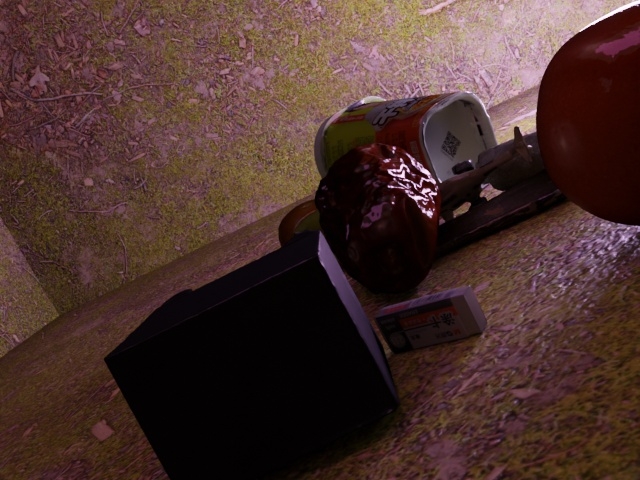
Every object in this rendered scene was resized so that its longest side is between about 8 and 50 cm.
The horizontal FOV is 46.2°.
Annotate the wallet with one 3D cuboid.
[{"bbox_3d":[0.282,-0.042,1.197,0.232,0.031,0.122,-28,12,14],"label":"wallet"}]

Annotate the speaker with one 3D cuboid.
[{"bbox_3d":[-0.063,0.122,0.804,0.232,0.184,0.254,-27,6,3],"label":"speaker"}]

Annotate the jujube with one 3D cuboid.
[{"bbox_3d":[0.096,-0.035,1.181,0.216,0.216,0.342,-26,16,10],"label":"jujube"}]

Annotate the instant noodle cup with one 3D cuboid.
[{"bbox_3d":[0.190,-0.182,1.580,0.294,0.293,0.308,-33,18,-32],"label":"instant noodle cup"}]

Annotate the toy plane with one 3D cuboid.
[{"bbox_3d":[0.258,-0.104,1.286,0.108,0.092,0.286,-7,-17,-38],"label":"toy plane"}]

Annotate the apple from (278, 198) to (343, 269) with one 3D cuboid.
[{"bbox_3d":[-0.002,-0.006,1.452,0.147,0.146,0.163,-22,8,8],"label":"apple"}]

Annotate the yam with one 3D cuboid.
[{"bbox_3d":[0.381,-0.145,1.289,0.093,0.093,0.259,-33,10,-31],"label":"yam"}]

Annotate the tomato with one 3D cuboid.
[{"bbox_3d":[0.368,-0.144,0.847,0.256,0.255,0.225,-33,26,-29],"label":"tomato"}]

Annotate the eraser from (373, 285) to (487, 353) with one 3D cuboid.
[{"bbox_3d":[0.123,0.090,0.849,0.122,0.052,0.029,-19,14,38],"label":"eraser"}]
